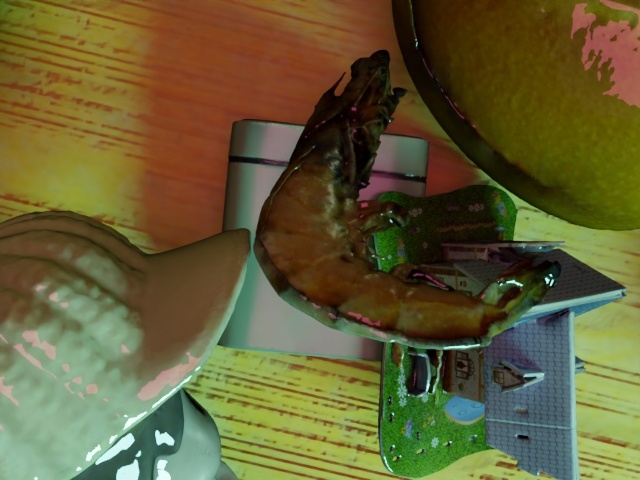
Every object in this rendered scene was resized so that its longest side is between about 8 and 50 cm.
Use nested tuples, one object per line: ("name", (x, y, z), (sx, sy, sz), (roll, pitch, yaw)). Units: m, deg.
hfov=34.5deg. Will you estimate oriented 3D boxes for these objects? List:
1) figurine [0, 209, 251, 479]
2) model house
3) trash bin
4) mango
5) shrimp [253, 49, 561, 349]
("figurine", (-0.119, 0.146, 0.516), (0.205, 0.185, 0.332), (-10, 99, -29))
("model house", (0.100, 0.054, 0.564), (0.117, 0.088, 0.166), (-4, 95, -36))
("trash bin", (0.000, 0.000, 0.601), (0.116, 0.059, 0.129), (5, 91, -3))
("mango", (0.141, -0.106, 0.570), (0.166, 0.136, 0.236), (-43, 87, 1))
("shrimp", (0.053, -0.021, 0.521), (0.148, 0.035, 0.195), (17, 48, 4))
